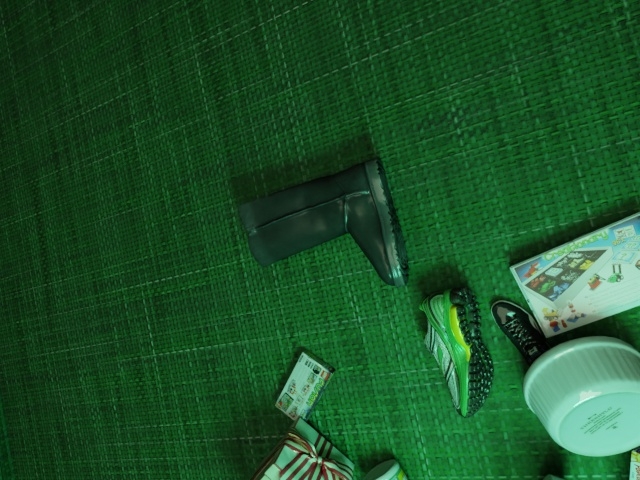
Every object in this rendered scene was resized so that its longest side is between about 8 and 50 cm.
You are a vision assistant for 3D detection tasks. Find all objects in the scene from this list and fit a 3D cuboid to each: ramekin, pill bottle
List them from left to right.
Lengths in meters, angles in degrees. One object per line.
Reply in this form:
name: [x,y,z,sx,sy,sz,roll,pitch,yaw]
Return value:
pill bottle: [0.218,0.731,1.215,0.117,0.117,0.208,-36,78,20]
ramekin: [0.602,0.352,0.967,0.273,0.127,0.273,1,121,1]

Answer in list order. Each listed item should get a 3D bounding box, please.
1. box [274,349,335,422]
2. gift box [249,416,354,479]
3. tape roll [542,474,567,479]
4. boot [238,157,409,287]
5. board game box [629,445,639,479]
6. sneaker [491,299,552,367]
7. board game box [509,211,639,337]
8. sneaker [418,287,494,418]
box: [-0.049,0.456,1.362,0.114,0.036,0.207,31,103,19]
gift box: [-0.058,0.703,1.237,0.255,0.276,0.258,37,106,1]
tape roll: [0.499,0.720,0.950,0.072,0.392,0.392,12,96,23]
boot: [0.000,-0.002,1.263,0.445,0.146,0.367,-16,76,19]
board game box: [0.731,0.546,0.976,0.045,0.146,0.193,6,96,52]
sneaker: [0.505,0.240,1.074,0.079,0.121,0.217,-44,76,17]
board game box: [0.642,0.085,1.048,0.305,0.053,0.193,-28,82,21]
sneaker: [0.353,0.292,1.156,0.146,0.134,0.343,-9,92,48]
